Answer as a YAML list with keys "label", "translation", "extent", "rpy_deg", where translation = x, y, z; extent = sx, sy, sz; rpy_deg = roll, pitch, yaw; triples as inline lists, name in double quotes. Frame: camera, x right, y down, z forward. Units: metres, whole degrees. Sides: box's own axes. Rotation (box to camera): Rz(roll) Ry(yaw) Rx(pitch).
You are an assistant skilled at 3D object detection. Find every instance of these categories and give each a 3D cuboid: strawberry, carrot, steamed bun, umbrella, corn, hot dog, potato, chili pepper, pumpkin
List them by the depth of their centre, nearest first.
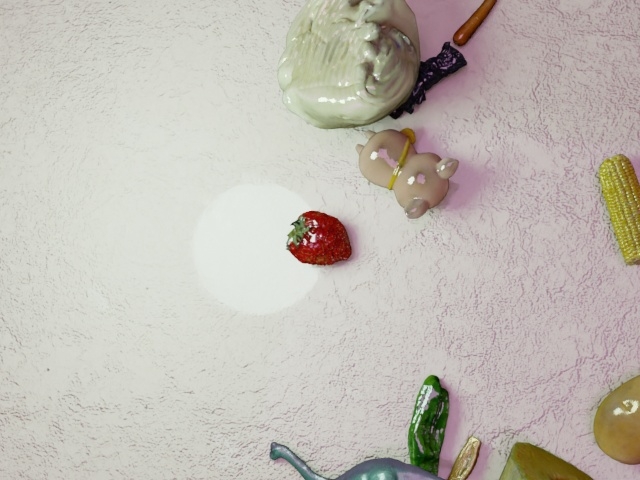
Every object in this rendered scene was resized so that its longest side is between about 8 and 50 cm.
- label: "pumpkin"
  translation: [0.479, 0.588, 1.426]
  extent: [0.332, 0.332, 0.199]
  rpy_deg: [36, 104, 13]
- label: "potato"
  translation: [0.685, 0.369, 1.490]
  extent: [0.234, 0.146, 0.150]
  rpy_deg: [-40, 47, 5]
- label: "corn"
  translation: [0.680, -0.069, 1.564]
  extent: [0.081, 0.081, 0.249]
  rpy_deg: [-14, 81, 10]
- label: "hot dog"
  translation: [0.326, 0.509, 1.597]
  extent: [0.044, 0.028, 0.137]
  rpy_deg: [24, 86, 39]
- label: "chili pepper"
  translation: [0.244, 0.436, 1.598]
  extent: [0.100, 0.074, 0.257]
  rpy_deg: [11, 88, -32]
- label: "steamed bun"
  translation: [0.086, -0.412, 1.650]
  extent: [0.352, 0.247, 0.340]
  rpy_deg: [6, 77, 41]
- label: "strawberry"
  translation: [-0.003, -0.004, 1.689]
  extent: [0.148, 0.131, 0.131]
  rpy_deg: [10, 84, -30]
- label: "umbrella"
  translation: [0.244, -0.384, 1.701]
  extent: [0.224, 0.071, 0.080]
  rpy_deg: [-43, 49, 9]
- label: "carrot"
  translation: [0.387, -0.548, 1.708]
  extent: [0.037, 0.037, 0.190]
  rpy_deg: [39, 88, 13]

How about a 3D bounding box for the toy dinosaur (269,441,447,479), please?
- label: "toy dinosaur"
  translation: [0.088, 0.508, 1.582]
  extent: [0.383, 0.129, 0.331]
  rpy_deg: [-43, 76, 23]

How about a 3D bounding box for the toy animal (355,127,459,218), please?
- label: "toy animal"
  translation: [0.191, -0.172, 1.652]
  extent: [0.248, 0.149, 0.165]
  rpy_deg: [37, 107, 25]
